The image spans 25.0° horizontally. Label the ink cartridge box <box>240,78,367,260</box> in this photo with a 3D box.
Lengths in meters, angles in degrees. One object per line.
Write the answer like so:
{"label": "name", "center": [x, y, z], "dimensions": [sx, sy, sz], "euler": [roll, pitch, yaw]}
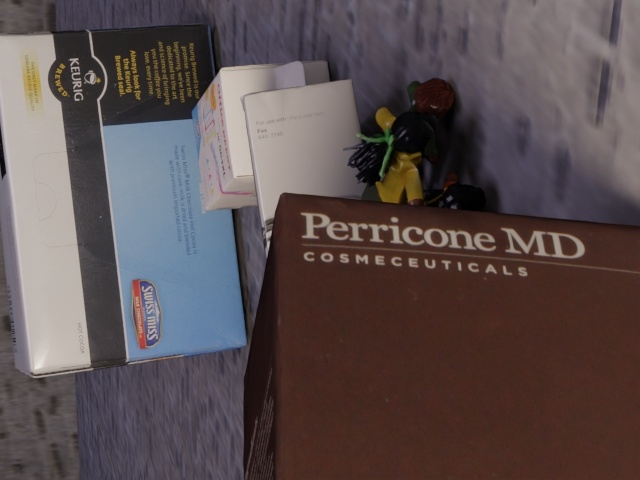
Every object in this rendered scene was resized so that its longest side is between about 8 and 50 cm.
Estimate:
{"label": "ink cartridge box", "center": [0.000, 0.000, 1.013], "dimensions": [0.139, 0.082, 0.191], "euler": [81, -179, -79]}

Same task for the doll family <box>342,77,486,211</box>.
{"label": "doll family", "center": [0.062, -0.019, 0.873], "dimensions": [0.111, 0.076, 0.193], "euler": [109, 147, -50]}

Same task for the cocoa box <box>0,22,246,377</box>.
{"label": "cocoa box", "center": [-0.226, -0.039, 1.552], "dimensions": [0.231, 0.228, 0.347], "euler": [166, 98, -74]}

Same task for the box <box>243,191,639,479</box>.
{"label": "box", "center": [0.068, 0.159, 0.560], "dimensions": [0.381, 0.191, 0.143], "euler": [-93, 11, -48]}

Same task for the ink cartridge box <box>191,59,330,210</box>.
{"label": "ink cartridge box", "center": [-0.044, -0.086, 1.166], "dimensions": [0.143, 0.090, 0.092], "euler": [143, 120, -72]}
